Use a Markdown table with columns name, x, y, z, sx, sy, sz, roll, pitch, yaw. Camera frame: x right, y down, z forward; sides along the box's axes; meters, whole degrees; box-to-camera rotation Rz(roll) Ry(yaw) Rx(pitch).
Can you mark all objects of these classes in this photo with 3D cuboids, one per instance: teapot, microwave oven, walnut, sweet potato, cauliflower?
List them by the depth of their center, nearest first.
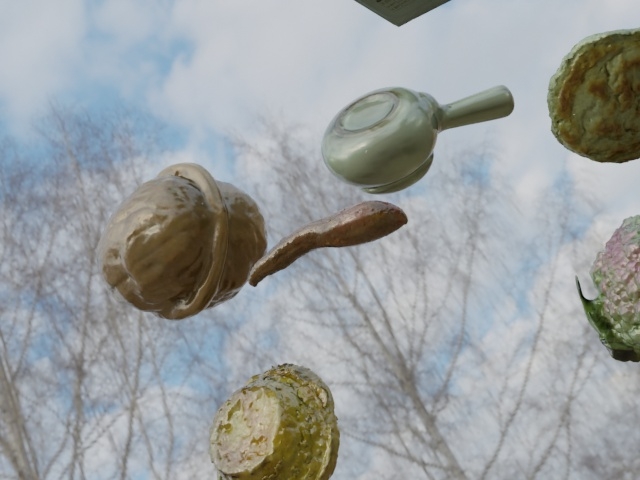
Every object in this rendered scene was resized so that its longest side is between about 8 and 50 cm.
| name | x | y | z | sx | sy | sz | roll | pitch | yaw |
| --- | --- | --- | --- | --- | --- | --- | --- | --- | --- |
| sweet potato | 0.000 | 0.000 | 1.108 | 0.214 | 0.050 | 0.050 | -21 | -30 | 20 |
| cauliflower | 0.514 | 0.065 | 1.315 | 0.315 | 0.239 | 0.256 | -2 | -7 | -11 |
| teapot | 0.160 | -0.180 | 1.591 | 0.318 | 0.220 | 0.149 | -14 | -52 | 23 |
| walnut | -0.242 | 0.003 | 1.696 | 0.296 | 0.285 | 0.285 | 5 | -48 | -39 |
| microwave oven | 0.166 | -0.505 | 1.723 | 0.162 | 0.123 | 0.208 | 24 | -23 | -31 |

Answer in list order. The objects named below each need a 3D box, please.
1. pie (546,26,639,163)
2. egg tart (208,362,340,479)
| name | x | y | z | sx | sy | sz | roll | pitch | yaw |
| --- | --- | --- | --- | --- | --- | --- | --- | --- | --- |
| pie | 0.387 | -0.182 | 1.122 | 0.247 | 0.090 | 0.201 | -4 | -41 | -8 |
| egg tart | -0.098 | 0.344 | 1.622 | 0.294 | 0.294 | 0.123 | -41 | -45 | 15 |
